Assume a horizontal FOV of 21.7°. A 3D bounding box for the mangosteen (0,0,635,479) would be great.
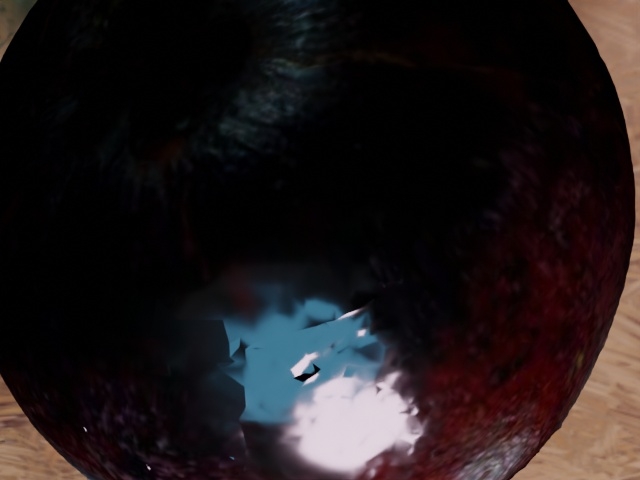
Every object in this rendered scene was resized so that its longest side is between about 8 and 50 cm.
[{"bbox_3d":[-0.003,-0.002,0.725,0.300,0.300,0.300,4,138,4],"label":"mangosteen"}]
